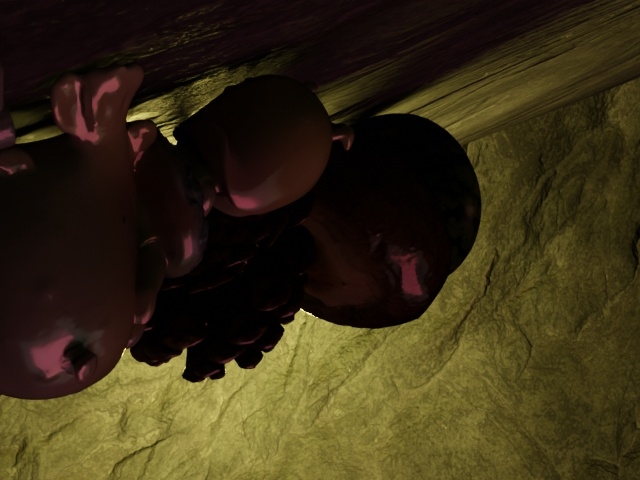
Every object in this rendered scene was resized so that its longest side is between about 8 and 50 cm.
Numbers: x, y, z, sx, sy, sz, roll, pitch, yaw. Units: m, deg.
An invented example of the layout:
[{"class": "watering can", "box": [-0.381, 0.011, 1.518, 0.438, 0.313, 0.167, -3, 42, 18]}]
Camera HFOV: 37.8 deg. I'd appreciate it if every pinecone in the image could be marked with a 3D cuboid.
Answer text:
[{"class": "pinecone", "box": [-0.129, 0.026, 0.978, 0.264, 0.264, 0.264, -22, 179, 0]}]

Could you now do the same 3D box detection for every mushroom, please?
[{"class": "mushroom", "box": [0.015, -0.019, 1.199, 0.239, 0.345, 0.345, -57, 179, 0]}]

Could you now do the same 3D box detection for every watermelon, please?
[{"class": "watermelon", "box": [0.110, -0.058, 1.454, 0.285, 0.285, 0.285, -22, 179, 0]}]

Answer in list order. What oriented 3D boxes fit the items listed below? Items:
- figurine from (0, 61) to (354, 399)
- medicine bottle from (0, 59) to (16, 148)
[{"class": "figurine", "box": [-0.132, -0.047, 0.744, 0.394, 0.226, 0.274, -28, 154, -30]}, {"class": "medicine bottle", "box": [-0.273, -0.044, 0.486, 0.221, 0.061, 0.092, -22, 160, -26]}]
